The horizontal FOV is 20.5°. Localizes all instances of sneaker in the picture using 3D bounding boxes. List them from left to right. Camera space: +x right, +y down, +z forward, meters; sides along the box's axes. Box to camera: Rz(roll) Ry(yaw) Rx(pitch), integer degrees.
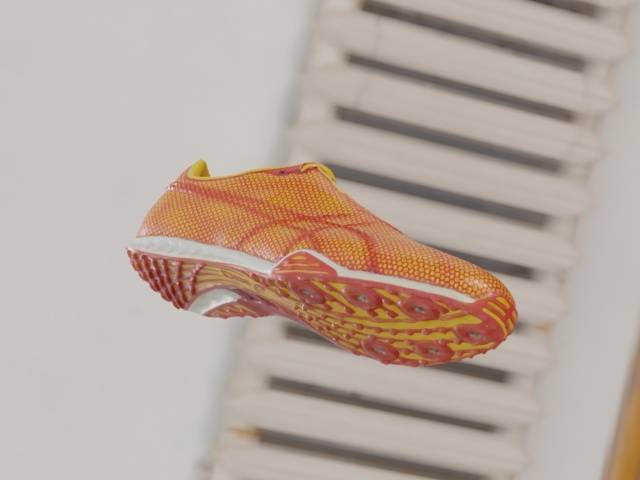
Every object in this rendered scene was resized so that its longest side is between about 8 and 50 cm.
[{"bbox_3d":[0.000,0.000,0.651,0.175,0.064,0.067,15,64,39],"label":"sneaker"}]
